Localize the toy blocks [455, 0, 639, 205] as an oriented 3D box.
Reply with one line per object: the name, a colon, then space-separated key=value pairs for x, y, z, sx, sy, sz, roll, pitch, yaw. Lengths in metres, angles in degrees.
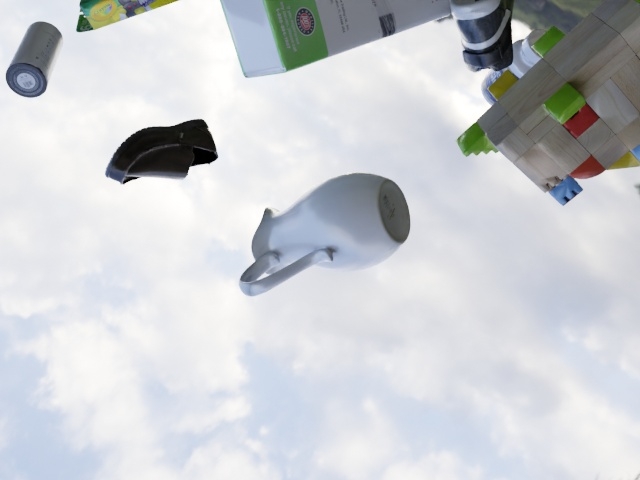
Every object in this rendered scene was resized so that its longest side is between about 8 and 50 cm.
toy blocks: x=0.460 y=-0.207 z=1.085 sx=0.260 sy=0.381 sz=0.191 roll=33 pitch=-155 yaw=-29

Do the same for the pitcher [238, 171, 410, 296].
pitcher: x=0.000 y=0.000 z=0.841 sx=0.126 sy=0.207 sz=0.178 roll=58 pitch=-143 yaw=-26

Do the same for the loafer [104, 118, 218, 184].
loafer: x=-0.235 y=-0.132 z=1.016 sx=0.078 sy=0.080 sz=0.220 roll=48 pitch=-138 yaw=7

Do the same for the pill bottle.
pill bottle: x=0.397 y=-0.340 z=1.297 sx=0.094 sy=0.169 sz=0.094 roll=5 pitch=-111 yaw=-13

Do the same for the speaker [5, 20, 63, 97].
speaker: x=-0.408 y=-0.262 z=0.937 sx=0.055 sy=0.055 sz=0.136 roll=18 pitch=-143 yaw=-24

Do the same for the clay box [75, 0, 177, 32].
clay box: x=-0.309 y=-0.424 z=1.079 sx=0.221 sy=0.053 sz=0.128 roll=-16 pitch=-133 yaw=5

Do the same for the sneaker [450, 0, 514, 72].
sneaker: x=0.222 y=-0.296 z=0.867 sx=0.217 sy=0.079 sz=0.121 roll=-60 pitch=-39 yaw=-43

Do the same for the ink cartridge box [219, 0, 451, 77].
ink cartridge box: x=0.012 y=-0.338 z=0.808 sx=0.272 sy=0.114 sz=0.199 roll=-27 pitch=-69 yaw=-27
